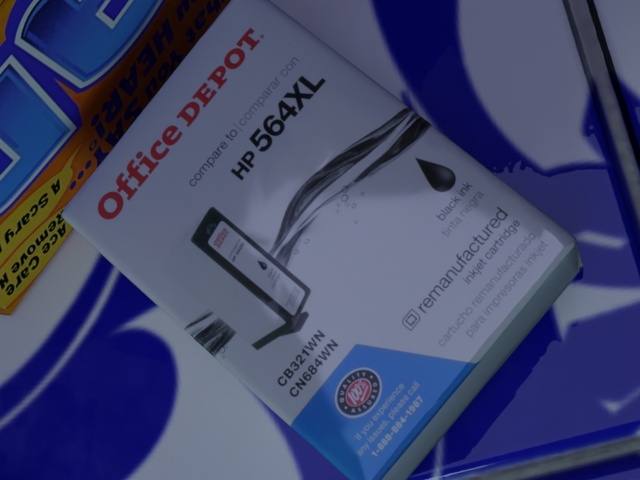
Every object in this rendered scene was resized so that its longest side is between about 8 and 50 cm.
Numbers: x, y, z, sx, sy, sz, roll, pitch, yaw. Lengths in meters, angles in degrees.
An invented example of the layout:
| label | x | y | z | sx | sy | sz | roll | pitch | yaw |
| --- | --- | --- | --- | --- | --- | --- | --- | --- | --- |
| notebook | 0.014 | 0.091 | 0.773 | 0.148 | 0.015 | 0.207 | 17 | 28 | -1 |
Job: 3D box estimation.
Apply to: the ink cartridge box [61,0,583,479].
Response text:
| label | x | y | z | sx | sy | sz | roll | pitch | yaw |
| --- | --- | --- | --- | --- | --- | --- | --- | --- | --- |
| ink cartridge box | 0.000 | 0.000 | 0.597 | 0.203 | 0.086 | 0.148 | 39 | 91 | 17 |

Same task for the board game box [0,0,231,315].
| label | x | y | z | sx | sy | sz | roll | pitch | yaw |
| --- | --- | --- | --- | --- | --- | --- | --- | --- | --- |
| board game box | -0.243 | -0.228 | 0.560 | 0.356 | 0.356 | 0.356 | 37 | 90 | 17 |
